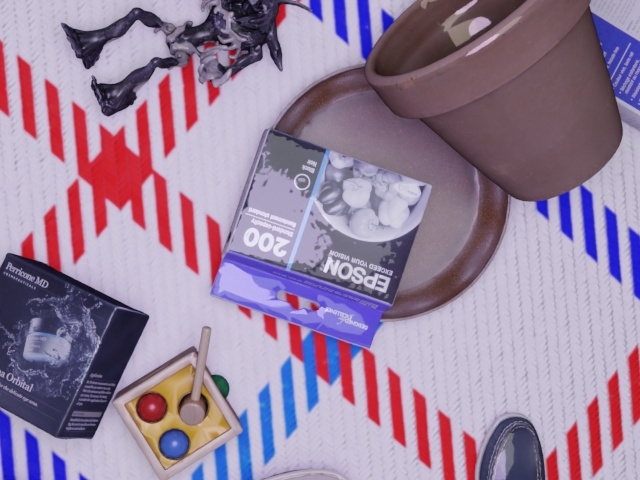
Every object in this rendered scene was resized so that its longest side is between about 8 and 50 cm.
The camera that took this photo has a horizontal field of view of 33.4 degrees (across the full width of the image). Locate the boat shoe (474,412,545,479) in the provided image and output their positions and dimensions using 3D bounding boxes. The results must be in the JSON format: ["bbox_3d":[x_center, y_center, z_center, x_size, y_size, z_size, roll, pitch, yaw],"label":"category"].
[{"bbox_3d":[0.230,0.340,1.295,0.095,0.079,0.255,11,89,-6],"label":"boat shoe"}]

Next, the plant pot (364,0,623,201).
[{"bbox_3d":[0.214,-0.171,1.184,0.263,0.263,0.229,-40,113,-5],"label":"plant pot"}]

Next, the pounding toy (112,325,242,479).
[{"bbox_3d":[-0.157,0.185,1.238,0.141,0.100,0.130,-32,94,-6],"label":"pounding toy"}]

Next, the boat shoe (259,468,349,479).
[{"bbox_3d":[-0.112,0.370,1.260,0.335,0.095,0.112,-29,80,-10],"label":"boat shoe"}]

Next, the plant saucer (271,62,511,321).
[{"bbox_3d":[0.075,-0.058,1.292,0.310,0.050,0.311,0,91,-7],"label":"plant saucer"}]

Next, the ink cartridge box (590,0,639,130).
[{"bbox_3d":[0.405,-0.238,1.324,0.371,0.069,0.176,30,87,-8],"label":"ink cartridge box"}]

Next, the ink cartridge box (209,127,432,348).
[{"bbox_3d":[0.000,0.000,1.238,0.206,0.045,0.208,19,89,-7],"label":"ink cartridge box"}]

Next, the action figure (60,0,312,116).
[{"bbox_3d":[-0.143,-0.243,1.222,0.275,0.141,0.164,-25,89,-3],"label":"action figure"}]

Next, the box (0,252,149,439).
[{"bbox_3d":[-0.304,0.119,1.200,0.156,0.093,0.158,23,86,17],"label":"box"}]
